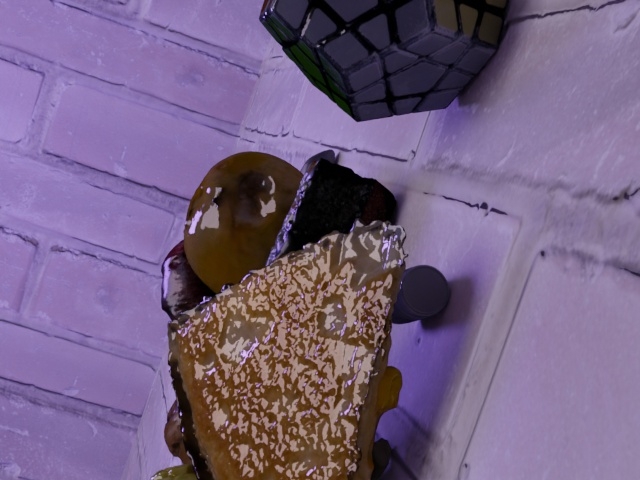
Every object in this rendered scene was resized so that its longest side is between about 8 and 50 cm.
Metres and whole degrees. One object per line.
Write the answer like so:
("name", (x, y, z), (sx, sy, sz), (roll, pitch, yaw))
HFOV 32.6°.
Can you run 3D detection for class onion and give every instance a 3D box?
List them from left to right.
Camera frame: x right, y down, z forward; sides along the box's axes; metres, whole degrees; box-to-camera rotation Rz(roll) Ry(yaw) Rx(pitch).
("onion", (-0.145, 0.097, 1.890), (0.195, 0.272, 0.272), (-26, 33, 19))

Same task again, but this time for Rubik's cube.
("Rubik's cube", (0.079, -0.304, 1.344), (0.319, 0.319, 0.264), (-87, -5, -51))

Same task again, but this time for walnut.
("walnut", (-0.199, 0.330, 1.932), (0.184, 0.155, 0.155), (-55, 21, 39))

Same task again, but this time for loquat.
("loquat", (-0.099, -0.014, 1.686), (0.244, 0.244, 0.243), (-162, 90, -78))

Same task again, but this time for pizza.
("pizza", (-0.056, 0.184, 1.231), (0.392, 0.080, 0.434), (7, 85, 48))

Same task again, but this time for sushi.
("sushi", (0.000, 0.000, 1.502), (0.225, 0.126, 0.136), (-60, 7, 11))

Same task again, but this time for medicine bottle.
("medicine bottle", (0.101, 0.061, 1.214), (0.091, 0.058, 0.058), (149, 138, -71))

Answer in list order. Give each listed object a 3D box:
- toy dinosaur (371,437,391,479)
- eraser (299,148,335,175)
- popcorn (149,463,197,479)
("toy dinosaur", (0.020, 0.285, 1.265), (0.199, 0.072, 0.251), (111, 162, -48))
("eraser", (-0.028, -0.013, 1.869), (0.089, 0.061, 0.351), (123, 160, -50))
("popcorn", (-0.142, 0.408, 1.355), (0.224, 0.258, 0.270), (-37, -20, -58))
